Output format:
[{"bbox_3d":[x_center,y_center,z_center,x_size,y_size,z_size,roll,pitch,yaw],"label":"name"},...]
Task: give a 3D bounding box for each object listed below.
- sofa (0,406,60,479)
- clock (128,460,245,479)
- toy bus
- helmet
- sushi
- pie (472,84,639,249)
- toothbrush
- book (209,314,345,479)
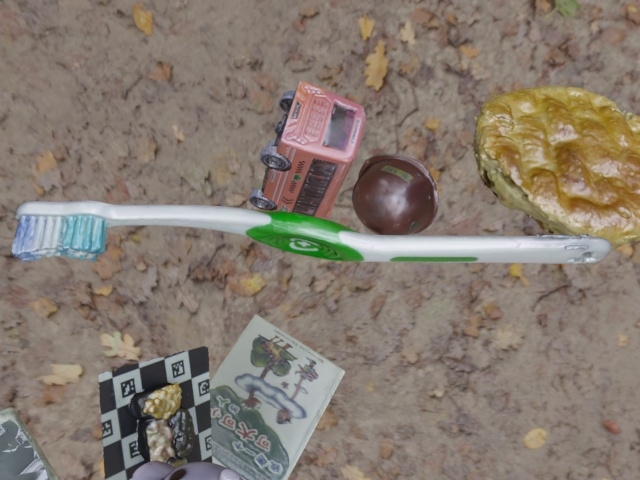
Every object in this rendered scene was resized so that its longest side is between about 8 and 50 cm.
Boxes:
[{"bbox_3d":[-0.608,0.443,1.220,0.225,0.176,0.210,-34,82,-35],"label":"sofa"},{"bbox_3d":[-0.134,0.327,0.663,0.189,0.189,0.254,13,103,-7],"label":"clock"},{"bbox_3d":[-0.035,-0.206,1.758,0.233,0.427,0.203,18,66,-5],"label":"toy bus"},{"bbox_3d":[0.113,-0.074,1.222,0.175,0.155,0.106,40,40,22],"label":"helmet"},{"bbox_3d":[-0.207,0.272,0.948,0.192,0.050,0.215,-6,95,-51],"label":"sushi"},{"bbox_3d":[0.404,-0.125,1.070,0.339,0.083,0.339,6,52,-8],"label":"pie"},{"bbox_3d":[0.000,-0.005,0.476,0.418,0.042,0.040,1,68,-5],"label":"toothbrush"},{"bbox_3d":[-0.129,0.365,1.512,0.260,0.043,0.371,32,51,2],"label":"book"}]
